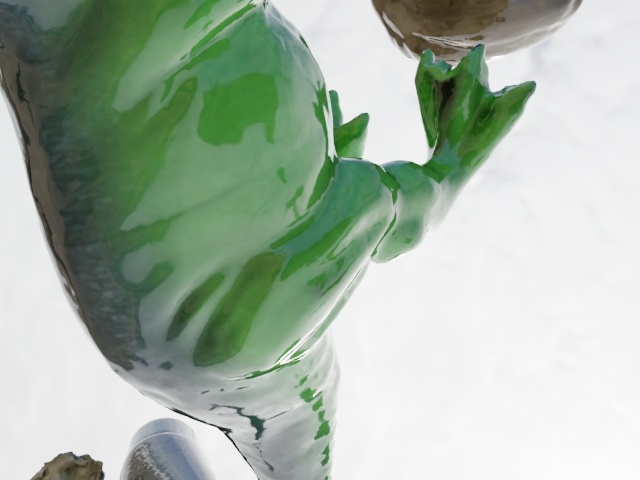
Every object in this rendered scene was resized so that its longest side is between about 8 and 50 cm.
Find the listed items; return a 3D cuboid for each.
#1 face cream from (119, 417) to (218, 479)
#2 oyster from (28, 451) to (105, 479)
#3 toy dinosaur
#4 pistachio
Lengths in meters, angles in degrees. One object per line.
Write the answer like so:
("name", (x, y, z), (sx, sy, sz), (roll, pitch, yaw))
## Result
("face cream", (-0.146, 0.251, 0.987), (0.089, 0.143, 0.314), (63, -4, -11))
("oyster", (-0.357, 0.373, 1.393), (0.191, 0.081, 0.163), (-20, -124, 7))
("toy dinosaur", (-0.063, 0.051, 0.399), (0.144, 0.374, 0.500), (13, -80, 32))
("pistachio", (0.135, -0.207, 0.894), (0.126, 0.185, 0.108), (-85, 173, -55))
